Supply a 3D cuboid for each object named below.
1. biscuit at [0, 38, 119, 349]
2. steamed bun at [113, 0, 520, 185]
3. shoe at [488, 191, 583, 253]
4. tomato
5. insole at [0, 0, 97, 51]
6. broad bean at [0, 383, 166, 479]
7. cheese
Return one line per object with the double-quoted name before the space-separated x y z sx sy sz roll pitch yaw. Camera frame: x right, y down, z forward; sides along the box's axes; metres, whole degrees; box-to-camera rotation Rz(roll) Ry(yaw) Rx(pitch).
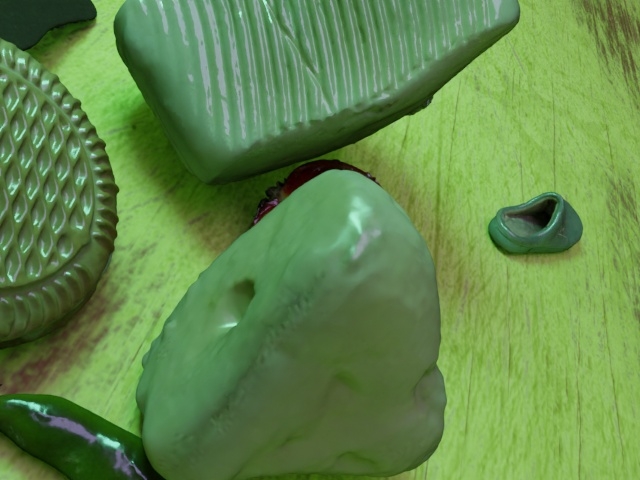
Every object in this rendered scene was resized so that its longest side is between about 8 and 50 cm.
"biscuit" -0.258 -0.038 0.482 0.259 0.079 0.259 23 61 -50
"steamed bun" -0.005 -0.220 0.709 0.383 0.236 0.247 -29 91 0
"shoe" 0.329 -0.030 0.937 0.195 0.078 0.079 -8 60 -33
"tomato" 0.000 0.000 0.683 0.139 0.091 0.159 26 54 14
"insole" -0.307 -0.241 0.647 0.111 0.007 0.328 45 20 -14
"broad bean" -0.142 0.181 0.475 0.254 0.046 0.065 37 50 0
"cheese" 0.011 0.073 0.528 0.251 0.248 0.173 21 12 -27
